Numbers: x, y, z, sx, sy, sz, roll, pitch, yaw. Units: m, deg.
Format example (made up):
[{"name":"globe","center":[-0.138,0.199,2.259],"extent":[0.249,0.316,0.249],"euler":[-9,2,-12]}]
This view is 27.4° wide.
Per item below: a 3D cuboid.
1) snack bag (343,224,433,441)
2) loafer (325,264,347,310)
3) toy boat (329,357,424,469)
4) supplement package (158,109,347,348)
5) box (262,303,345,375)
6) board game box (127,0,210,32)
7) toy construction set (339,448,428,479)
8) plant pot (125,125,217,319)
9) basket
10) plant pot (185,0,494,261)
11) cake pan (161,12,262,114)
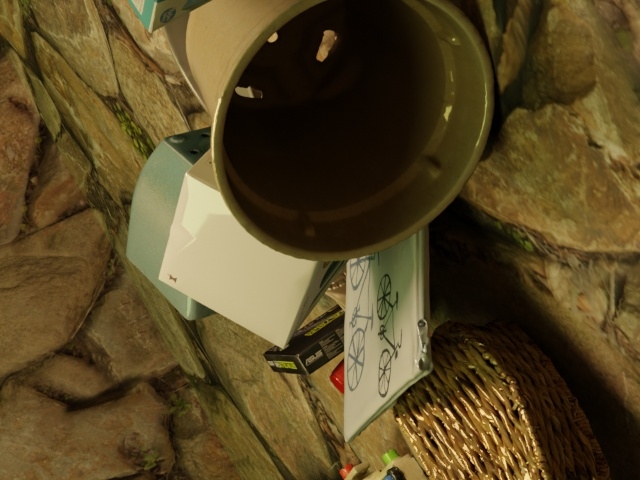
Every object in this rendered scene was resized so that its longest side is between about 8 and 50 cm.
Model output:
[{"name":"snack bag","center":[0.093,0.078,1.787],"extent":[0.342,0.037,0.323],"euler":[124,152,-61]},{"name":"loafer","center":[0.065,0.075,2.034],"extent":[0.092,0.102,0.268],"euler":[46,-178,-45]},{"name":"toy boat","center":[0.163,0.236,2.012],"extent":[0.318,0.148,0.267],"euler":[34,156,37]},{"name":"supplement package","center":[-0.051,-0.040,1.740],"extent":[0.198,0.262,0.199],"euler":[29,133,9]},{"name":"box","center":[0.016,0.153,2.143],"extent":[0.045,0.191,0.184],"euler":[59,162,-4]},{"name":"board game box","center":[-0.028,-0.349,1.237],"extent":[0.079,0.336,0.254],"euler":[57,162,6]},{"name":"toy construction set","center":[0.175,0.501,2.379],"extent":[0.328,0.151,0.215],"euler":[41,157,16]},{"name":"plant pot","center":[-0.178,-0.056,2.253],"extent":[0.248,0.247,0.252],"euler":[39,137,44]},{"name":"basket","center":[0.271,0.247,1.699],"extent":[0.213,0.223,0.299],"euler":[-61,39,30]},{"name":"plant pot","center":[-0.012,-0.192,1.546],"extent":[0.305,0.334,0.333],"euler":[52,164,54]},{"name":"cake pan","center":[-0.165,-0.298,2.113],"extent":[0.293,0.054,0.293],"euler":[49,159,26]}]
